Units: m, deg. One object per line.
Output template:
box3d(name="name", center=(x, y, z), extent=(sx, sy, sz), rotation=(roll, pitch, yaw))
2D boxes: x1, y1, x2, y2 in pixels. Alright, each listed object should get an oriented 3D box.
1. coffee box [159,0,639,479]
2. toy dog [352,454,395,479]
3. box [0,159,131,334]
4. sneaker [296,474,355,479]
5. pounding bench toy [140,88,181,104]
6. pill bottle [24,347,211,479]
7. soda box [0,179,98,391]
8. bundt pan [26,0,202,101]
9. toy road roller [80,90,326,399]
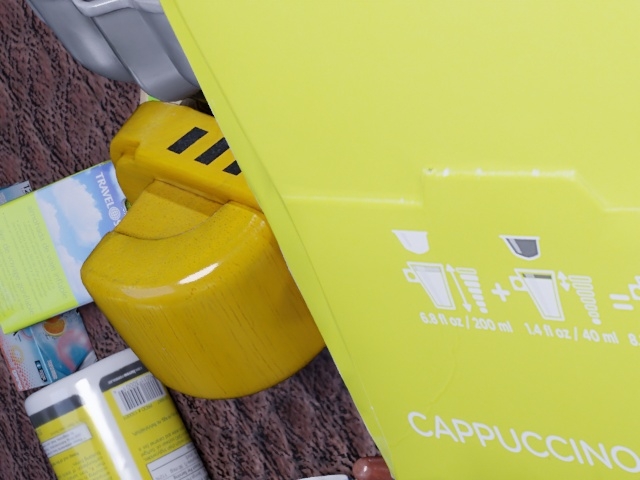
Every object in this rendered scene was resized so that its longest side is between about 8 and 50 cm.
box3d(name="coffee box", center=(0.184, -0.089, 0.831), extent=(0.337, 0.334, 0.338), rotation=(3, 127, 45))
box3d(name="toy dog", center=(0.141, 0.206, 1.133), extent=(0.333, 0.161, 0.220), rotation=(19, 100, 32))
box3d(name="box", center=(-0.214, 0.003, 1.513), extent=(0.178, 0.042, 0.109), rotation=(-21, 93, 25))
box3d(name="sneaker", center=(-0.040, 0.318, 1.452), extent=(0.315, 0.182, 0.127), rotation=(-37, 56, 16))
box3d(name="pounding bench toy", center=(-0.105, -0.118, 1.376), extent=(0.065, 0.052, 0.083), rotation=(27, 125, 35))
box3d(name="pill bottle", center=(-0.161, 0.206, 1.525), extent=(0.119, 0.119, 0.208), rotation=(-28, 86, 47))
box3d(name="soda box", center=(-0.272, 0.041, 1.609), extent=(0.063, 0.058, 0.183), rotation=(-16, 96, 47))
box3d(name="bundt pan", center=(-0.044, -0.211, 1.109), extent=(0.331, 0.331, 0.124), rotation=(23, 150, 37))
box3d(name="toy road roller", center=(0.000, 0.000, 1.146), extent=(0.329, 0.240, 0.202), rotation=(21, 157, 35))
